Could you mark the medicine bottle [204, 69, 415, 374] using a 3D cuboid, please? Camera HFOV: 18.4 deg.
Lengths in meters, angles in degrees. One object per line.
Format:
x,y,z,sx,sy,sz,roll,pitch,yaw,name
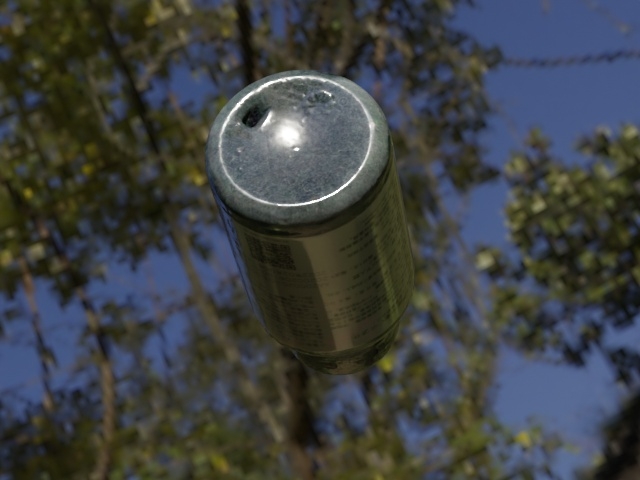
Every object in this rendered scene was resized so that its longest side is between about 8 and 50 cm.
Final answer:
0.000,0.000,1.564,0.141,0.141,0.293,-23,-31,-6,medicine bottle
